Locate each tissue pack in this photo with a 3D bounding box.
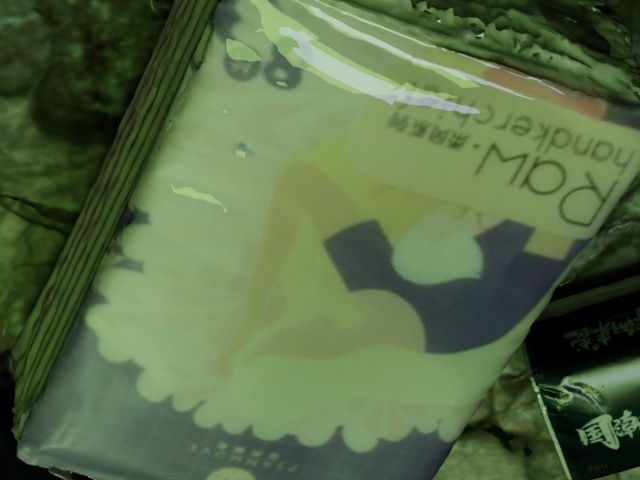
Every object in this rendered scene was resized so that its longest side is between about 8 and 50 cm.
[{"bbox_3d":[0.000,0.000,0.998,0.242,0.125,0.343,18,124,-17],"label":"tissue pack"},{"bbox_3d":[0.210,0.070,1.087,0.170,0.090,0.103,-17,129,10],"label":"tissue pack"}]

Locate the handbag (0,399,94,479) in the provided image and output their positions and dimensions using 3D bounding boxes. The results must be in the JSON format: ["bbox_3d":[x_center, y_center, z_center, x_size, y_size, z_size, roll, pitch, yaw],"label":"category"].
[{"bbox_3d":[-0.216,0.265,1.157,0.275,0.178,0.302,-40,122,6],"label":"handbag"}]
